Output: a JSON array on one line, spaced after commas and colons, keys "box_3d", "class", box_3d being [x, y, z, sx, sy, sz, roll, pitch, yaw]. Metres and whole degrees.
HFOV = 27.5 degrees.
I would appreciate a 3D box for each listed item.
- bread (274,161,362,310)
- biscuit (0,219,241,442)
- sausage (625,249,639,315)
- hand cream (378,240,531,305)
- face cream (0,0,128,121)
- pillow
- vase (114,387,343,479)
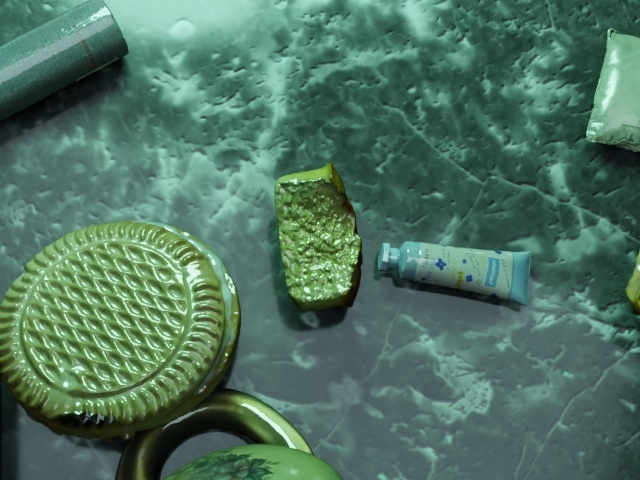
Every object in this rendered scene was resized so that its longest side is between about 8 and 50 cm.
[{"box_3d": [0.000, -0.003, 1.399, 0.086, 0.125, 0.156, -9, 93, 1], "class": "bread"}, {"box_3d": [-0.208, 0.088, 1.353, 0.259, 0.079, 0.259, -2, 62, 4], "class": "biscuit"}, {"box_3d": [0.510, 0.096, 1.425, 0.354, 0.116, 0.134, 25, 62, -2], "class": "sausage"}, {"box_3d": [0.149, 0.031, 1.445, 0.170, 0.043, 0.065, 9, 73, -7], "class": "hand cream"}, {"box_3d": [-0.348, -0.172, 1.432, 0.283, 0.073, 0.073, -30, 82, -11], "class": "face cream"}, {"box_3d": [0.425, -0.148, 1.506, 0.229, 0.050, 0.148, 18, 70, -1], "class": "pillow"}, {"box_3d": [-0.117, 0.290, 1.295, 0.302, 0.241, 0.329, -6, 49, 7], "class": "vase"}]
